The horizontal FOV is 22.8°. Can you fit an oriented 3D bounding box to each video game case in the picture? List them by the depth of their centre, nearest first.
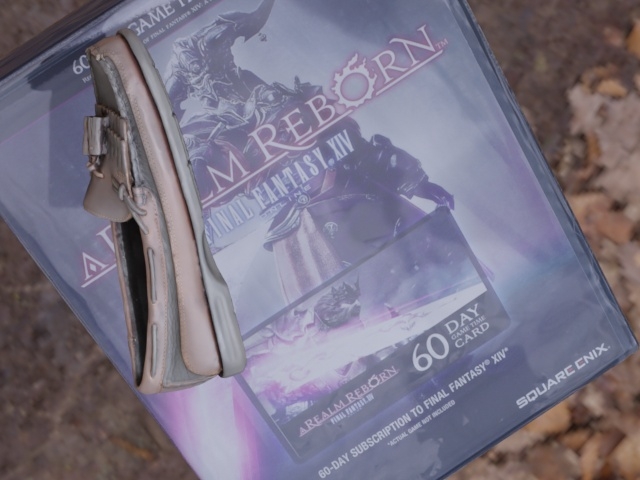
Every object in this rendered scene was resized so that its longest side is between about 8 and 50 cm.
[{"bbox_3d":[0.000,0.000,0.652,0.196,0.026,0.274,-33,123,-2],"label":"video game case"}]

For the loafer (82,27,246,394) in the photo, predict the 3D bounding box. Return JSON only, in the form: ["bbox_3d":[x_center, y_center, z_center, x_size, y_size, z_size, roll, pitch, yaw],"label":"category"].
[{"bbox_3d":[-0.059,-0.006,0.527,0.039,0.045,0.125,-21,109,-13],"label":"loafer"}]
